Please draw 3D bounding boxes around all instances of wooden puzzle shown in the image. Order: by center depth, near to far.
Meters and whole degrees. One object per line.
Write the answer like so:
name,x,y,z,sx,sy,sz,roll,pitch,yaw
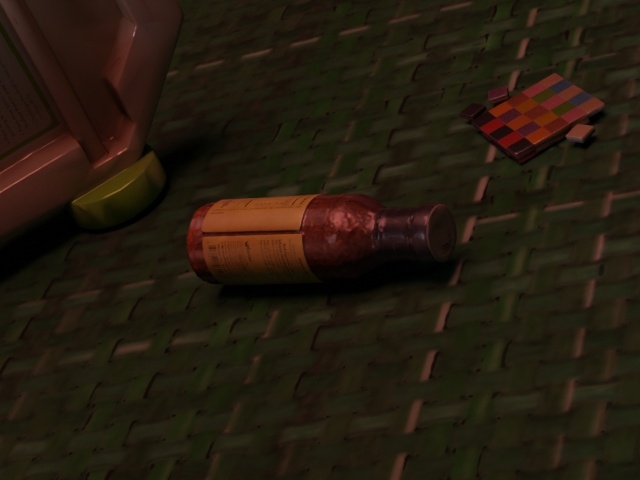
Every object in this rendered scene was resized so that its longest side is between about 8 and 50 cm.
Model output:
wooden puzzle,0.103,-0.059,0.874,0.049,0.006,0.083,-30,30,-8

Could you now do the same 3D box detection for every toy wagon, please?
toy wagon,-0.241,-0.076,0.898,0.344,0.267,0.068,-32,29,-10

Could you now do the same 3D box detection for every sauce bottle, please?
sauce bottle,0.000,0.000,0.825,0.128,0.042,0.042,0,39,34
